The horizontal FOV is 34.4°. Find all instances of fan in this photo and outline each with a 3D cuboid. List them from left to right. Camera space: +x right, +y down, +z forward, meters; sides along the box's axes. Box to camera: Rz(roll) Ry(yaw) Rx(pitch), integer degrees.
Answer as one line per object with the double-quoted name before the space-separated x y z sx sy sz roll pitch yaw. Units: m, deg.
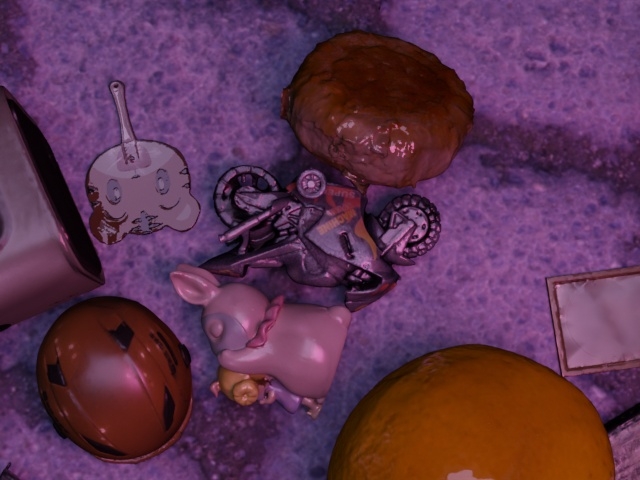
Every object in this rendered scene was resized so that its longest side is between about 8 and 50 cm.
"fan" -0.255 -0.112 1.409 0.152 0.008 0.226 -12 84 -3

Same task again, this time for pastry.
"pastry" 0.077 -0.166 1.336 0.236 0.121 0.257 28 44 13

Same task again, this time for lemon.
"lemon" 0.176 0.283 1.208 0.348 0.348 0.348 0 82 -1

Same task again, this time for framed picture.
"framed picture" 0.413 0.104 1.395 0.201 0.010 0.136 -7 81 -3

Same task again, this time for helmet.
"helmet" -0.266 0.178 1.309 0.198 0.130 0.224 -29 85 -2

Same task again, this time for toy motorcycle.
"toy motorcycle" 0.000 0.000 1.353 0.307 0.108 0.173 10 87 2

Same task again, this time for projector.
"projector" -0.434 -0.015 1.269 0.249 0.248 0.248 -25 83 -5

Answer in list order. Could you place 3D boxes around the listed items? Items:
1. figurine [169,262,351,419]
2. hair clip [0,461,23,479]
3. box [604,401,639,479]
"figurine" -0.092 0.125 1.324 0.235 0.127 0.155 19 114 0
"hair clip" -0.425 0.376 1.321 0.146 0.056 0.187 23 91 1
"box" 0.518 0.278 1.350 0.350 0.058 0.211 -30 82 -5
